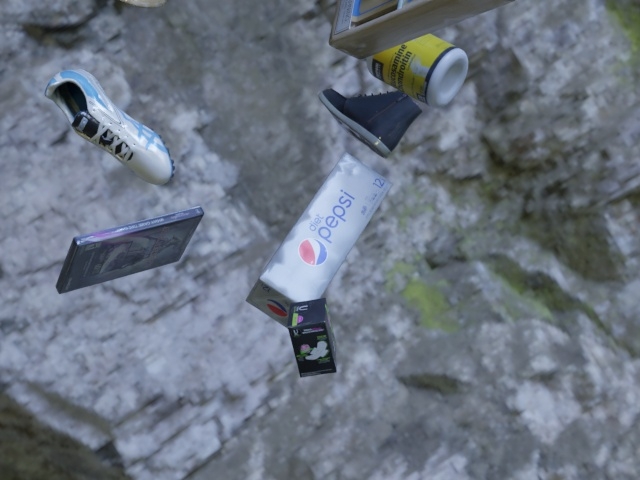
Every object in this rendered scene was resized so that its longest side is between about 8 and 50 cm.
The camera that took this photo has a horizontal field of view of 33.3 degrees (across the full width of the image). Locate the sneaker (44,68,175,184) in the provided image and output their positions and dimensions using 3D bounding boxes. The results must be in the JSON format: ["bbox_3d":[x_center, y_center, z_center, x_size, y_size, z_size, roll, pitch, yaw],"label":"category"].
[{"bbox_3d":[-0.321,-0.164,1.623,0.085,0.237,0.086,-51,-6,39],"label":"sneaker"}]

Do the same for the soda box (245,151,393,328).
[{"bbox_3d":[0.000,0.000,1.684,0.286,0.098,0.091,-57,1,-31],"label":"soda box"}]

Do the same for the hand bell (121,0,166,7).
[{"bbox_3d":[-0.334,-0.591,2.086,0.126,0.126,0.242,-39,-25,-55],"label":"hand bell"}]

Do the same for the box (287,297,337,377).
[{"bbox_3d":[-0.010,0.129,1.421,0.052,0.083,0.062,-9,28,6],"label":"box"}]

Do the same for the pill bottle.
[{"bbox_3d":[0.140,-0.296,1.736,0.103,0.184,0.103,-39,-33,-32],"label":"pill bottle"}]

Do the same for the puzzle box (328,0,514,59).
[{"bbox_3d":[0.139,-0.425,1.206,0.272,0.052,0.409,-9,66,55],"label":"puzzle box"}]

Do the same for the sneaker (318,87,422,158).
[{"bbox_3d":[0.095,-0.249,2.015,0.118,0.222,0.083,-46,-39,-1],"label":"sneaker"}]

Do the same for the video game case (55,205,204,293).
[{"bbox_3d":[-0.381,0.019,2.139,0.274,0.026,0.196,-15,-23,-32],"label":"video game case"}]
